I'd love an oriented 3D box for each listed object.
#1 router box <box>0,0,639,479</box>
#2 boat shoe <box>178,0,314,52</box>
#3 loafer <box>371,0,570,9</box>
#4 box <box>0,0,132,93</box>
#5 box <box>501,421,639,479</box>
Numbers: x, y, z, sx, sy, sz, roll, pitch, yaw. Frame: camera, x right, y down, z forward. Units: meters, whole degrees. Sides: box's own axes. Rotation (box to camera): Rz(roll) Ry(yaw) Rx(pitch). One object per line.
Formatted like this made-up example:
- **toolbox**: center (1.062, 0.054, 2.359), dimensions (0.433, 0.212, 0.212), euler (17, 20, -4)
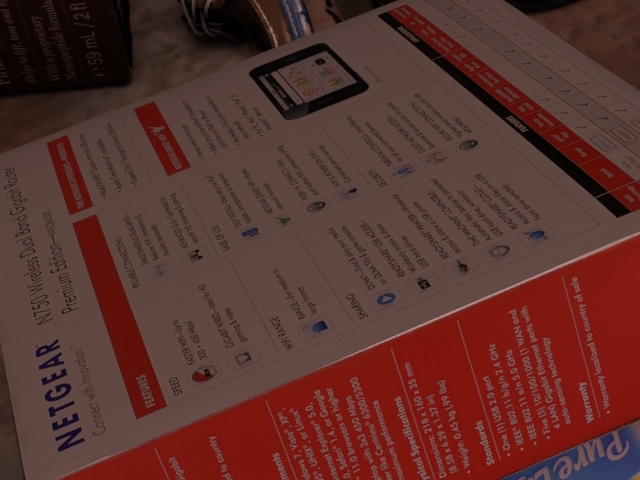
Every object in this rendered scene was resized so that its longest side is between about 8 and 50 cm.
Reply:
- **router box**: center (0.000, 0.000, 0.703), dimensions (0.301, 0.082, 0.335), euler (-22, 28, -6)
- **boat shoe**: center (-0.057, -0.154, 0.902), dimensions (0.066, 0.066, 0.183), euler (-26, 56, -5)
- **loafer**: center (0.113, -0.176, 0.904), dimensions (0.170, 0.061, 0.062), euler (-14, 63, -6)
- **box**: center (-0.220, -0.192, 0.860), dimensions (0.203, 0.168, 0.167), euler (-6, 65, -1)
- **box**: center (0.125, 0.120, 0.714), dimensions (0.300, 0.142, 0.154), euler (-24, 66, -10)
